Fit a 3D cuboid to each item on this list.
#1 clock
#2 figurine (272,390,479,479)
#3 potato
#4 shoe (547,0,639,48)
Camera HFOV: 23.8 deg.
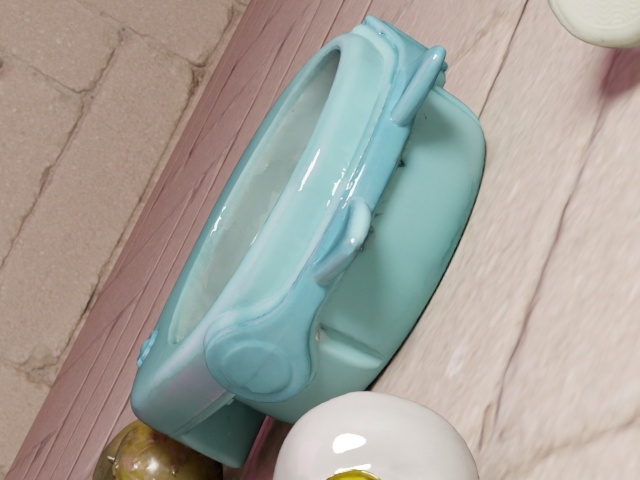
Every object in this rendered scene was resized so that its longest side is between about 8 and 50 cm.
[{"bbox_3d":[0.000,0.000,0.798,0.223,0.094,0.274,-65,13,-20],"label":"clock"},{"bbox_3d":[0.006,0.117,0.478,0.178,0.109,0.130,-106,24,-80],"label":"figurine"},{"bbox_3d":[-0.099,0.148,0.928,0.091,0.070,0.138,-64,9,-10],"label":"potato"},{"bbox_3d":[0.165,-0.203,0.597,0.095,0.110,0.265,21,104,42],"label":"shoe"}]
